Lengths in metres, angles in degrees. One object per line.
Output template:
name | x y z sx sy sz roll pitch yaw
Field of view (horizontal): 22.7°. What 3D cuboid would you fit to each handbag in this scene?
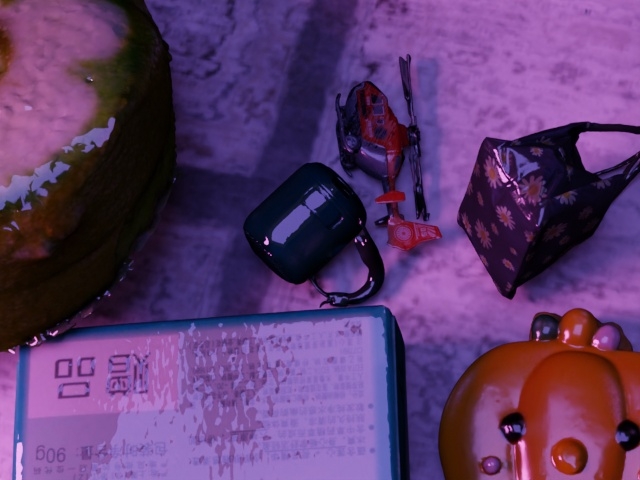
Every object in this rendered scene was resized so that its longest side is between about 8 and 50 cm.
handbag | 0.164 -0.038 1.033 0.139 0.115 0.072 -27 67 -18

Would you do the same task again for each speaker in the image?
speaker | 0.001 0.000 1.062 0.075 0.060 0.094 -44 69 -5

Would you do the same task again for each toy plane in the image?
toy plane | 0.044 -0.058 1.089 0.060 0.037 0.145 -8 65 -3

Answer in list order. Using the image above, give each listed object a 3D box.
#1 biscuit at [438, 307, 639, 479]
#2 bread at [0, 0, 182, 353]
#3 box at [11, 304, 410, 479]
biscuit | 0.158 0.118 0.997 0.170 0.050 0.170 -3 70 8
bread | -0.283 -0.062 1.056 0.366 0.129 0.382 26 66 32
box | -0.066 0.133 1.012 0.244 0.092 0.153 -4 69 8
